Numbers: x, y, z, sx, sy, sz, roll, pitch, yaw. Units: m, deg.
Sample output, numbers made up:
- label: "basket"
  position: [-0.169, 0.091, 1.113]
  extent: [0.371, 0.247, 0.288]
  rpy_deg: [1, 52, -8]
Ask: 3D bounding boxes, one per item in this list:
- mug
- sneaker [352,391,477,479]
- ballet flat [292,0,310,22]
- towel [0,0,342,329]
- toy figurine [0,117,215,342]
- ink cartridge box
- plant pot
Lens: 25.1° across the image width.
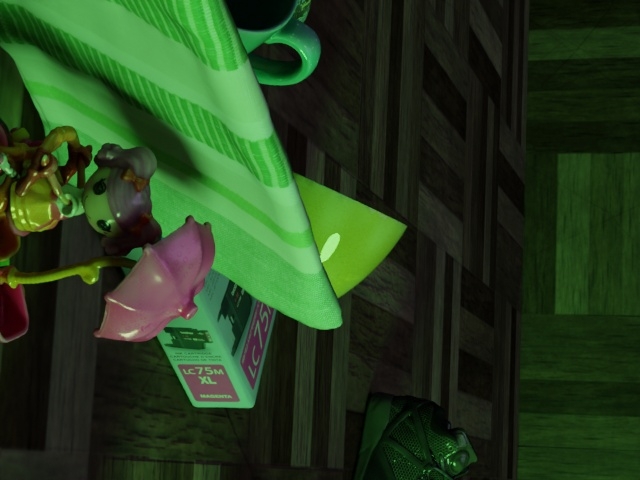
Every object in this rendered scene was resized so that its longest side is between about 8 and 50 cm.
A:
- label: "mug"
  position: [-0.088, -0.164, 0.982]
  extent: [0.129, 0.097, 0.157]
  rpy_deg: [-20, 83, -47]
- label: "sneaker"
  position: [0.106, 0.283, 1.665]
  extent: [0.087, 0.130, 0.227]
  rpy_deg: [66, 30, -50]
- label: "ballet flat"
  position: [-0.042, -0.280, 1.274]
  extent: [0.070, 0.070, 0.188]
  rpy_deg: [-37, 122, -70]
- label: "towel"
  position: [-0.117, -0.102, 0.748]
  extent: [0.038, 0.248, 0.325]
  rpy_deg: [-45, 143, -21]
- label: "toy figurine"
  position: [-0.135, -0.007, 0.775]
  extent: [0.130, 0.159, 0.173]
  rpy_deg: [-29, 117, -71]
- label: "ink cartridge box"
  position: [-0.095, -0.030, 1.096]
  extent: [0.311, 0.065, 0.185]
  rpy_deg: [68, 27, -48]
- label: "plant pot"
  position: [0.000, 0.000, 1.335]
  extent: [0.095, 0.134, 0.134]
  rpy_deg: [-64, 163, 2]
